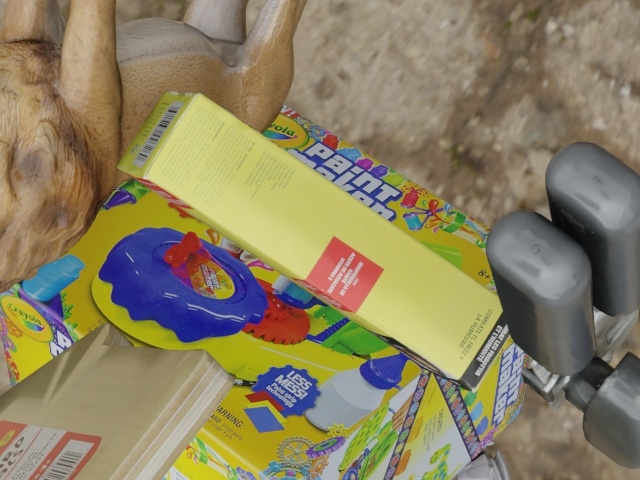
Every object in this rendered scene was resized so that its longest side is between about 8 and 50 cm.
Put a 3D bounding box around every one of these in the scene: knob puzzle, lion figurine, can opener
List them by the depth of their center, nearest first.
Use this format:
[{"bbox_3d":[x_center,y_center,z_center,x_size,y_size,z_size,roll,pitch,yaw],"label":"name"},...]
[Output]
[{"bbox_3d":[-0.104,0.103,0.400,0.030,0.213,0.213,43,114,-16],"label":"knob puzzle"},{"bbox_3d":[0.133,0.036,0.727,0.093,0.280,0.074,38,83,23],"label":"can opener"},{"bbox_3d":[-0.110,-0.097,0.980,0.142,0.392,0.240,35,127,38],"label":"lion figurine"}]

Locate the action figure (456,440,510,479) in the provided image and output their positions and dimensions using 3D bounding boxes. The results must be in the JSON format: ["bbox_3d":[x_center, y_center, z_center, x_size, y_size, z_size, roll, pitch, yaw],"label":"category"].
[{"bbox_3d":[0.070,0.226,1.360,0.185,0.099,0.285,-1,148,1],"label":"action figure"}]

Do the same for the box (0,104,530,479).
[{"bbox_3d":[-0.037,0.077,1.162,0.290,0.279,0.177,32,142,28],"label":"box"}]

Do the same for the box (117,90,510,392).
[{"bbox_3d":[0.000,0.000,0.895,0.232,0.087,0.058,34,85,-19],"label":"box"}]
